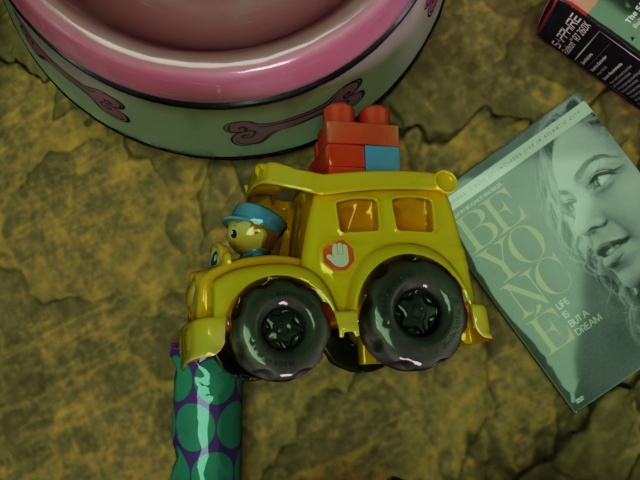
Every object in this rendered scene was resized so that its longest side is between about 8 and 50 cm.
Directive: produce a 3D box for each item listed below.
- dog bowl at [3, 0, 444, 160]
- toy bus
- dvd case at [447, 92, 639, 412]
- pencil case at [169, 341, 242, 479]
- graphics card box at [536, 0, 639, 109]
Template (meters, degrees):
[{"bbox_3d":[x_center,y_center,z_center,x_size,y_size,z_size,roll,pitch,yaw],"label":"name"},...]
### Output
[{"bbox_3d":[-0.080,-0.275,0.529,0.408,0.150,0.407,0,88,-3],"label":"dog bowl"},{"bbox_3d":[0.000,0.000,0.518,0.220,0.149,0.211,-3,81,-16],"label":"toy bus"},{"bbox_3d":[0.218,0.009,0.577,0.164,0.018,0.221,-36,84,3],"label":"dvd case"},{"bbox_3d":[-0.101,0.165,0.579,0.070,0.064,0.151,-2,85,41],"label":"pencil case"},{"bbox_3d":[0.393,-0.160,0.530,0.371,0.094,0.232,39,91,8],"label":"graphics card box"}]
